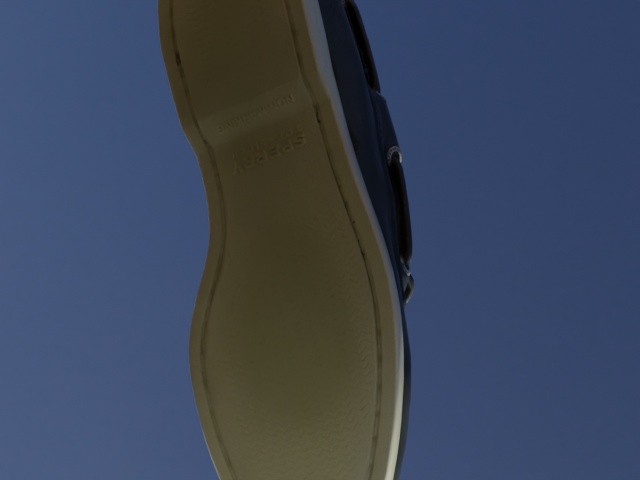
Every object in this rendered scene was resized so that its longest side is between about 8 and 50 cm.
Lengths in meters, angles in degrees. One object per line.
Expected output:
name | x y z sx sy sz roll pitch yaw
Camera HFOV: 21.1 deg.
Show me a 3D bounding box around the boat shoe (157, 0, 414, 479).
boat shoe | -0.004 0.000 0.914 0.127 0.113 0.340 -19 -102 28
